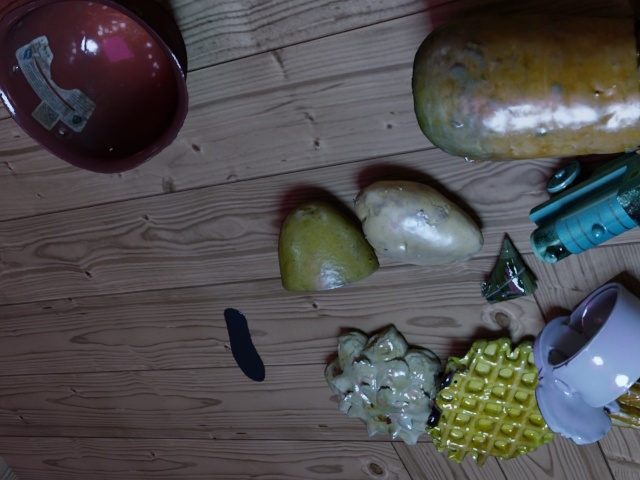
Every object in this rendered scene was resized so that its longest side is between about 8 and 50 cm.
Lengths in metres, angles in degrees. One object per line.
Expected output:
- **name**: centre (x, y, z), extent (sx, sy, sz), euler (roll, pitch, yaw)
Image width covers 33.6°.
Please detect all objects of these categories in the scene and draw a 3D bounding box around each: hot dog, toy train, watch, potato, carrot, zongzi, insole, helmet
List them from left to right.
- **helmet**: centre (-0.368, -0.325, 1.876), extent (0.384, 0.230, 0.338), euler (-21, 117, 32)
- **insole**: centre (-0.178, 0.243, 2.447), extent (0.080, 0.003, 0.232), euler (6, 131, 26)
- **potato**: centre (0.000, 0.000, 2.016), extent (0.203, 0.178, 0.158), euler (15, 124, 54)
- **potato**: centre (0.169, -0.023, 1.905), extent (0.234, 0.128, 0.161), euler (32, 142, -7)
- **zongzi**: centre (0.326, 0.056, 1.943), extent (0.109, 0.055, 0.119), euler (-20, 104, 43)
- **carrot**: centre (0.312, -0.229, 1.568), extent (0.340, 0.224, 0.224), euler (-2, 128, 23)
- **hot dog**: centre (0.536, 0.292, 2.006), extent (0.249, 0.076, 0.102), euler (15, 95, 7)
- **watch**: centre (0.493, 0.213, 1.840), extent (0.196, 0.244, 0.231), euler (38, 145, -5)
- **toy train**: centre (0.452, -0.063, 1.649), extent (0.120, 0.194, 0.298), euler (44, 137, -13)

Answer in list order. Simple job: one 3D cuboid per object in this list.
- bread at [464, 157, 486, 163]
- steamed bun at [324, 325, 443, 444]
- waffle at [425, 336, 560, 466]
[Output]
- **bread**: centre (0.262, -0.174, 1.766), extent (0.085, 0.053, 0.085), euler (8, 128, 10)
- **steamed bun**: centre (0.132, 0.319, 2.237), extent (0.292, 0.137, 0.296), euler (18, 137, 18)
- **waffle**: centre (0.344, 0.323, 2.110), extent (0.307, 0.060, 0.312), euler (-16, 118, 14)
